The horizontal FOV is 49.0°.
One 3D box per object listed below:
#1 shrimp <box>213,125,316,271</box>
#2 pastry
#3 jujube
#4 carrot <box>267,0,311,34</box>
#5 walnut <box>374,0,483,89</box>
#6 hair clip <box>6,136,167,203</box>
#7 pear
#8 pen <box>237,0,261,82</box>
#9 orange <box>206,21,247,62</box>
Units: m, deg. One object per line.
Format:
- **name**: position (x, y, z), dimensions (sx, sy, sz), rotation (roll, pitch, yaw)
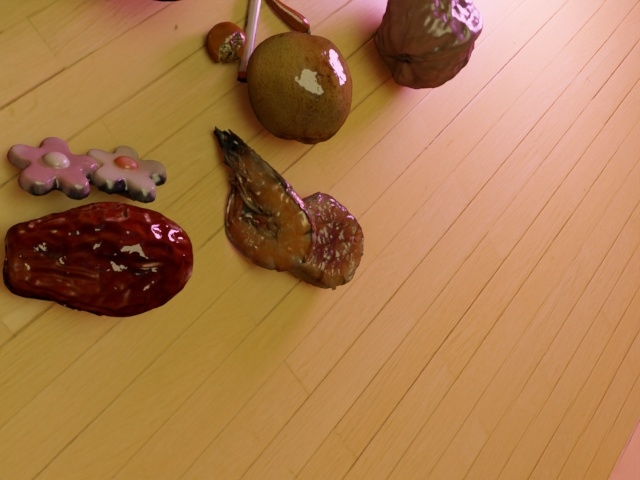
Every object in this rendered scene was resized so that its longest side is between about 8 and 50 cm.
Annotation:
- **shrimp**: position (-0.134, -0.076, 1.371), dimensions (0.164, 0.062, 0.316), rotation (-36, 87, 5)
- **pastry**: position (0.000, 0.000, 1.466), dimensions (0.193, 0.093, 0.182), rotation (34, 71, -27)
- **jujube**: position (-0.354, 0.030, 1.135), dimensions (0.291, 0.197, 0.197), rotation (1, 85, -22)
- **carrot**: position (-0.072, -0.485, 1.491), dimensions (0.142, 0.035, 0.035), rotation (36, 66, -25)
- **walnut**: position (0.250, -0.485, 1.615), dimensions (0.273, 0.227, 0.273), rotation (9, 75, -39)
- **hair clip**: position (-0.384, -0.114, 1.179), dimensions (0.257, 0.075, 0.146), rotation (8, 44, -40)
- **pear**: position (-0.039, -0.295, 1.398), dimensions (0.229, 0.188, 0.211), rotation (-8, 82, -43)
- **pen**: position (-0.143, -0.427, 1.435), dimensions (0.026, 0.026, 0.218), rotation (15, 78, -36)
- **orange**: position (-0.182, -0.391, 1.380), dimensions (0.086, 0.062, 0.086), rotation (6, 79, -37)
